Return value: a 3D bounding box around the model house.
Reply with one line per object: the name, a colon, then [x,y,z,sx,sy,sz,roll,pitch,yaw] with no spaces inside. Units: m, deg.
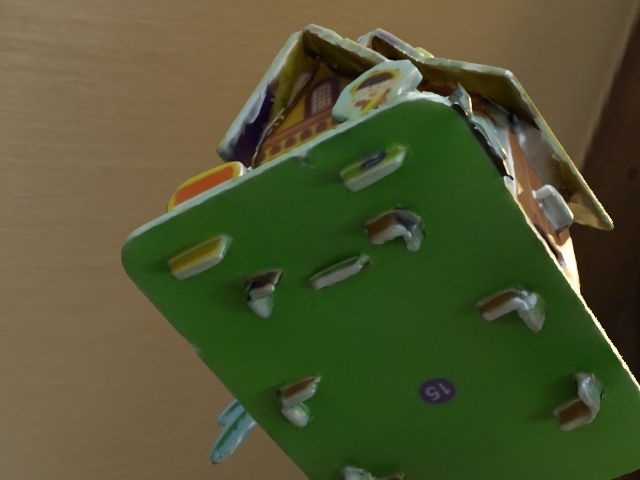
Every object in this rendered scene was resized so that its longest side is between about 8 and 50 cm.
model house: [0.000,0.000,0.935,0.340,0.300,0.323,-25,-147,20]
